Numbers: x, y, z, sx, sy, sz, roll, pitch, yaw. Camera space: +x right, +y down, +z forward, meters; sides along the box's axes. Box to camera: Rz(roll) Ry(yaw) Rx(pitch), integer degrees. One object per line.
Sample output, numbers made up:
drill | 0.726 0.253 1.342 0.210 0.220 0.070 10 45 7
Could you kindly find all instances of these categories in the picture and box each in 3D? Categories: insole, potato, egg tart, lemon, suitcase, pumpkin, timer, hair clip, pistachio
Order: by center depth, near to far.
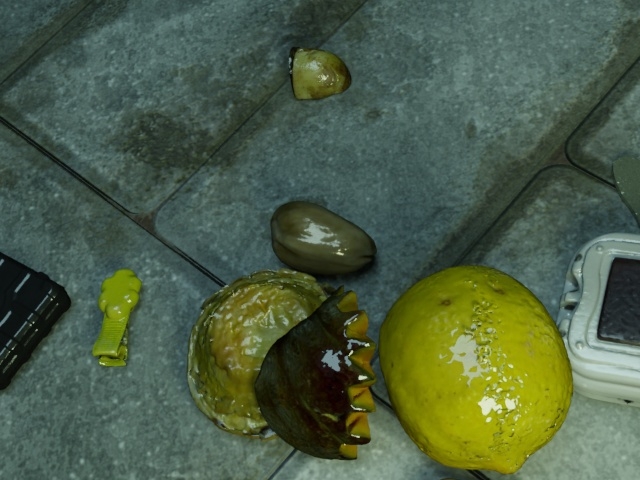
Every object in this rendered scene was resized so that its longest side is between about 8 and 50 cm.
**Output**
lemon | 0.204 0.168 1.518 0.258 0.258 0.310 -23 53 0
pumpkin | -0.008 0.196 1.552 0.149 0.130 0.254 -2 93 -14
timer | 0.458 0.108 1.589 0.237 0.087 0.262 8 61 20
egg tart | -0.080 0.156 1.691 0.294 0.116 0.295 -6 56 9
insole | 0.503 -0.057 1.727 0.063 0.010 0.192 -17 57 5
pistachio | 0.000 0.000 1.779 0.185 0.126 0.108 21 109 22
hair clip | -0.335 0.119 1.825 0.072 0.046 0.173 0 57 11
suitcase | -0.582 0.110 1.885 0.285 0.066 0.206 25 68 27
potato | 0.000 -0.307 1.991 0.103 0.066 0.096 -2 61 11

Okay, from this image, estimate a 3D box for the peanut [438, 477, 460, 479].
peanut | 0.240 0.385 1.477 0.227 0.086 0.104 21 44 25
